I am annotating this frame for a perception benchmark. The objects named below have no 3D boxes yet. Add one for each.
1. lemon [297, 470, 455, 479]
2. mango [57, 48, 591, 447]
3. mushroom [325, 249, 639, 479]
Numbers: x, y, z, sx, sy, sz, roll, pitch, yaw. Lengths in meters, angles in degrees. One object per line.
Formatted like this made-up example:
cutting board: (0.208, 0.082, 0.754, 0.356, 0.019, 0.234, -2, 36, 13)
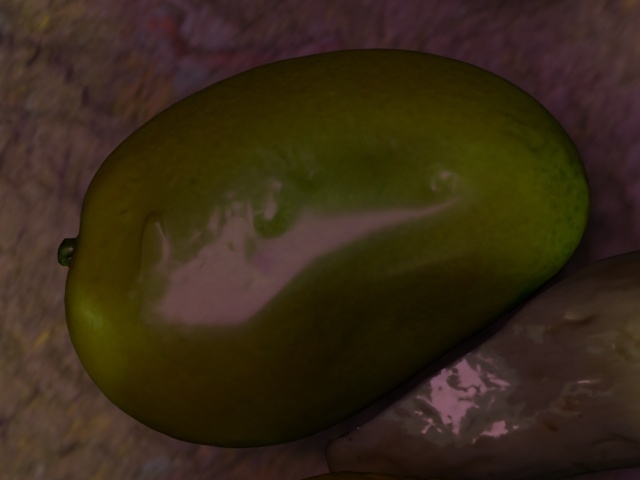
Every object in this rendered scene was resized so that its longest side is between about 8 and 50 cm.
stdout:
lemon: (0.027, 0.233, 0.565, 0.322, 0.268, 0.268, 35, 94, 21)
mango: (-0.006, -0.005, 0.697, 0.273, 0.149, 0.185, -32, 67, 6)
mushroom: (0.155, 0.059, 0.645, 0.333, 0.087, 0.107, -13, 83, 24)
